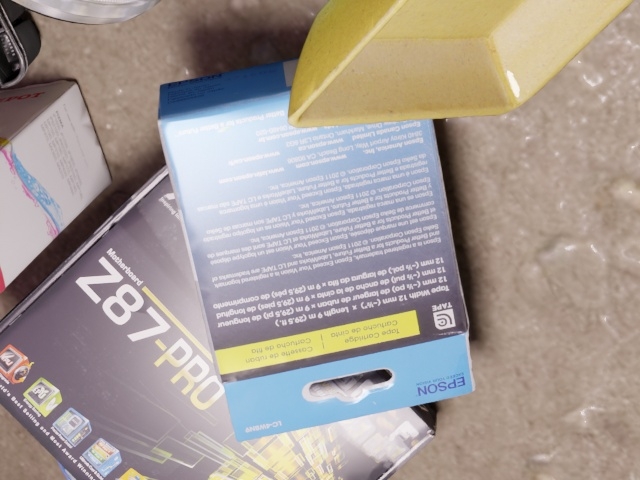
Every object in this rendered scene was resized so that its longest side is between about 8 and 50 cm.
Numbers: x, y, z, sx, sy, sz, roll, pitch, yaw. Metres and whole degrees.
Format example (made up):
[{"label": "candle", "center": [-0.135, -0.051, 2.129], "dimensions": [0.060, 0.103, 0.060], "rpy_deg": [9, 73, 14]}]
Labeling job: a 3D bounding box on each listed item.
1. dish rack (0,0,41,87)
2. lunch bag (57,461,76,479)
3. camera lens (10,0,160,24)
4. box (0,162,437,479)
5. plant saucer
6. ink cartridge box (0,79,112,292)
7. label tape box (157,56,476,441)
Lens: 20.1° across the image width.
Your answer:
[{"label": "dish rack", "center": [-0.433, -0.236, 1.892], "dimensions": [0.271, 0.074, 0.208], "rpy_deg": [-16, 108, 31]}, {"label": "lunch bag", "center": [-0.243, 0.175, 2.018], "dimensions": [0.176, 0.090, 0.219], "rpy_deg": [-10, 110, 32]}, {"label": "camera lens", "center": [-0.204, -0.351, 1.632], "dimensions": [0.219, 0.219, 0.274], "rpy_deg": [33, 125, 5]}, {"label": "box", "center": [-0.123, 0.154, 1.881], "dimensions": [0.318, 0.097, 0.395], "rpy_deg": [-42, 94, 9]}, {"label": "plant saucer", "center": [0.154, -0.229, 1.500], "dimensions": [0.333, 0.333, 0.081], "rpy_deg": [-45, 66, 35]}, {"label": "ink cartridge box", "center": [-0.386, -0.035, 1.836], "dimensions": [0.226, 0.306, 0.131], "rpy_deg": [-5, 114, 27]}, {"label": "label tape box", "center": [0.000, 0.000, 1.737], "dimensions": [0.249, 0.115, 0.348], "rpy_deg": [-12, 115, 0]}]
